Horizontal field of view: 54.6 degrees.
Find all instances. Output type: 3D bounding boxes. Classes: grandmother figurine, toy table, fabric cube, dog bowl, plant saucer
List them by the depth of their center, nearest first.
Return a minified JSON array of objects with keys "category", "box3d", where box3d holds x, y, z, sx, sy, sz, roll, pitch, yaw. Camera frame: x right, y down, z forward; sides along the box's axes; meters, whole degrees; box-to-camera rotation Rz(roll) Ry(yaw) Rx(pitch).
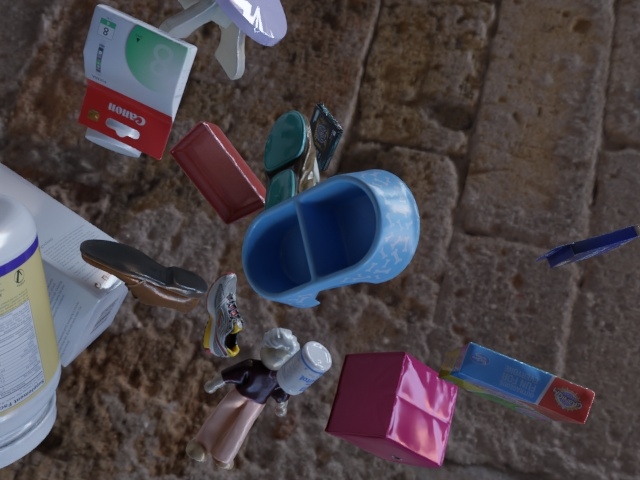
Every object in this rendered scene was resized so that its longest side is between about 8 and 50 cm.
[{"category":"dog bowl","box3d":[0.000,0.000,0.905,0.074,0.297,0.165,4,69,-51]},{"category":"toy table","box3d":[-0.204,-0.490,1.295,0.252,0.161,0.274,-13,74,-50]},{"category":"grandmother figurine","box3d":[-0.154,0.347,1.392,0.208,0.104,0.342,27,97,-37]},{"category":"plant saucer","box3d":[-0.256,-0.173,1.595,0.048,0.259,0.258,-43,-167,-30]},{"category":"fabric cube","box3d":[0.213,0.501,1.847,0.258,0.254,0.259,36,60,-32]}]

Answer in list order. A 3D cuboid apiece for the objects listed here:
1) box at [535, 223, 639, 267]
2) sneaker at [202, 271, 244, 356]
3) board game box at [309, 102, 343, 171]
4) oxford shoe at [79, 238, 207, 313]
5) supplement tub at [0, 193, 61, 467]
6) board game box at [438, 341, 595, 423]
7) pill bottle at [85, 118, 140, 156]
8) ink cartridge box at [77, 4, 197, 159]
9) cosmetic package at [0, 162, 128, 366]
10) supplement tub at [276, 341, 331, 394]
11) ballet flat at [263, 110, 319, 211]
[{"category":"box","box3d":[0.669,0.021,1.561,0.136,0.226,0.036,102,-27,-73]},{"category":"sneaker","box3d":[-0.230,0.187,1.559,0.088,0.093,0.225,-19,118,-58]},{"category":"board game box","box3d":[0.004,-0.323,1.953,0.026,0.126,0.186,-22,156,-30]},{"category":"oxford shoe","box3d":[-0.298,0.066,1.017,0.076,0.212,0.076,-56,-163,24]},{"category":"supplement tub","box3d":[-0.486,0.122,0.829,0.241,0.241,0.331,-59,154,-61]},{"category":"board game box","box3d":[0.385,0.297,1.284,0.316,0.242,0.064,75,37,-75]},{"category":"pill bottle","box3d":[-0.451,-0.352,1.485,0.162,0.162,0.278,46,62,-79]},{"category":"ink cartridge box","box3d":[-0.341,-0.276,1.108,0.056,0.181,0.224,-59,173,-72]},{"category":"cosmetic package","box3d":[-0.532,0.028,1.100,0.197,0.366,0.155,-53,-178,30]},{"category":"supplement tub","box3d":[-0.034,0.264,1.281,0.107,0.071,0.071,-48,-173,31]},{"category":"ballet flat","box3d":[-0.049,-0.123,1.273,0.124,0.116,0.342,50,25,-39]}]
